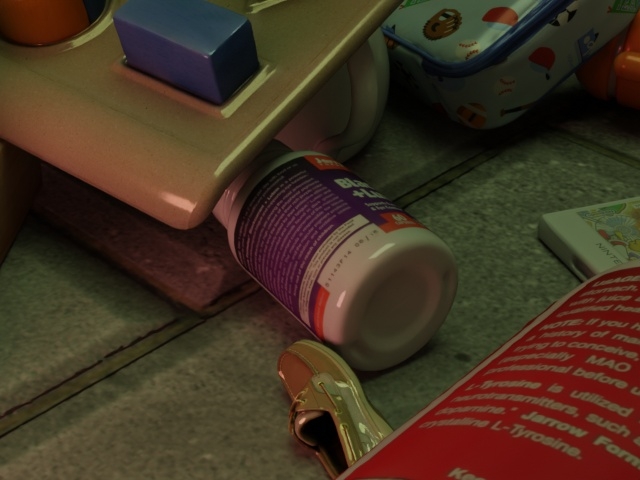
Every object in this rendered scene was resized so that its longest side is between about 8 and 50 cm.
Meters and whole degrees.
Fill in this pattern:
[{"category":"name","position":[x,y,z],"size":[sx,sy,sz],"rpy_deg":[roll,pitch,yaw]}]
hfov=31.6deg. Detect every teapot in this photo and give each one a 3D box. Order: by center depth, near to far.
[{"category":"teapot","position":[-0.049,-0.184,1.012],"size":[0.256,0.187,0.252],"rpy_deg":[13,41,10]}]

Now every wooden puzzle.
[{"category":"wooden puzzle","position":[-0.116,-0.206,0.878],"size":[0.322,0.080,0.348],"rpy_deg":[26,64,26]}]

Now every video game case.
[{"category":"video game case","position":[0.320,0.021,0.889],"size":[0.227,0.026,0.206],"rpy_deg":[-10,35,-19]}]

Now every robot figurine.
[{"category":"robot figurine","position":[0.346,-0.186,1.118],"size":[0.219,0.128,0.158],"rpy_deg":[18,65,20]}]

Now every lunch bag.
[{"category":"lunch bag","position":[0.153,-0.255,1.125],"size":[0.243,0.115,0.303],"rpy_deg":[-42,42,-2]}]

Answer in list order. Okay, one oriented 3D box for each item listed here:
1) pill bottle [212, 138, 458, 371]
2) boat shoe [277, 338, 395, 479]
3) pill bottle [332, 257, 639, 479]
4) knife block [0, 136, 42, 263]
[{"category":"pill bottle","position":[0.000,0.000,0.820],"size":[0.108,0.108,0.193],"rpy_deg":[-19,39,-30]},{"category":"boat shoe","position":[0.004,0.110,0.705],"size":[0.045,0.050,0.135],"rpy_deg":[-11,35,-29]},{"category":"pill bottle","position":[0.140,0.144,0.499],"size":[0.229,0.229,0.408],"rpy_deg":[27,41,33]},{"category":"knife block","position":[-0.276,0.006,0.811],"size":[0.276,0.088,0.242],"rpy_deg":[-24,42,-35]}]
